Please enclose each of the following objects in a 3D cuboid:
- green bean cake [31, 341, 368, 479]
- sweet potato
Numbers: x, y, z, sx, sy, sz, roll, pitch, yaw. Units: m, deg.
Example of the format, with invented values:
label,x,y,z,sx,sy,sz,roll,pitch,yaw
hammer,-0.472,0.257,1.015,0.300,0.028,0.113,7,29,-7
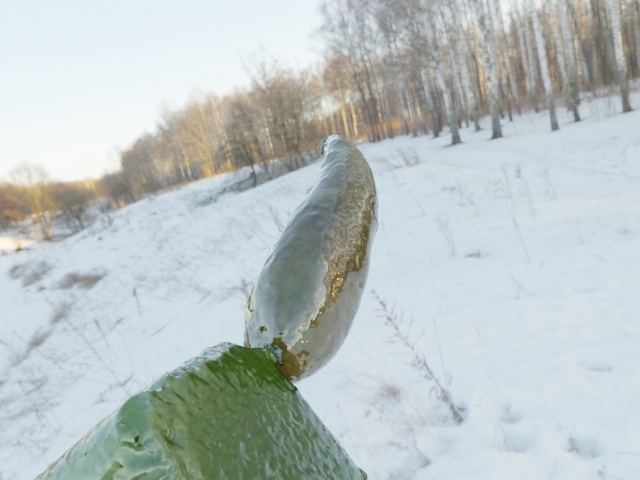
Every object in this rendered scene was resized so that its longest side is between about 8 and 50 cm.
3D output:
label,x,y,z,sx,sy,sz,roll,pitch,yaw
green bean cake,-0.070,0.225,0.416,0.156,0.250,0.247,-43,-7,11
sweet potato,0.005,-0.002,0.665,0.131,0.130,0.422,-7,47,29
